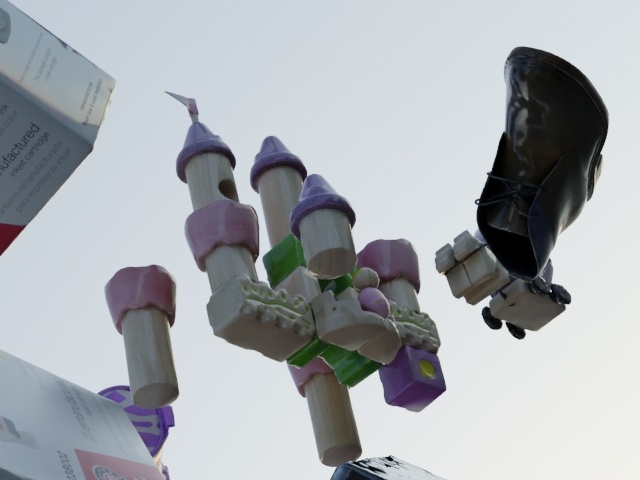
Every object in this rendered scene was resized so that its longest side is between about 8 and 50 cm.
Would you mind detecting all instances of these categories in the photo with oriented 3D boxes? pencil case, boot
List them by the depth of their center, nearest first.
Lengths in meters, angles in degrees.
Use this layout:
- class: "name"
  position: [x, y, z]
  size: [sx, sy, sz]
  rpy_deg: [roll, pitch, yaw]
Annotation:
- class: "boot"
  position: [0.165, -0.053, 1.378]
  size: [0.106, 0.082, 0.219]
  rpy_deg: [-64, -24, -19]
- class: "pencil case"
  position: [-0.184, 0.203, 1.741]
  size: [0.088, 0.086, 0.206]
  rpy_deg: [-15, -20, -13]

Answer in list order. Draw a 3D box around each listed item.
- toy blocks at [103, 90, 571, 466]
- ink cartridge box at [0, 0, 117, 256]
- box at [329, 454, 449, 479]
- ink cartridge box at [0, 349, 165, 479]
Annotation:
- class: "toy blocks"
  position: [0.000, 0.000, 1.628]
  size: [0.288, 0.260, 0.309]
  rpy_deg: [23, -50, -37]
- class: "ink cartridge box"
  position: [-0.365, -0.124, 1.563]
  size: [0.226, 0.306, 0.131]
  rpy_deg: [-45, 21, 28]
- class: "box"
  position: [0.094, 0.202, 0.968]
  size: [0.153, 0.207, 0.108]
  rpy_deg: [23, -91, -76]
- class: "ink cartridge box"
  position: [-0.305, 0.153, 1.264]
  size: [0.384, 0.279, 0.160]
  rpy_deg: [28, -83, -25]
